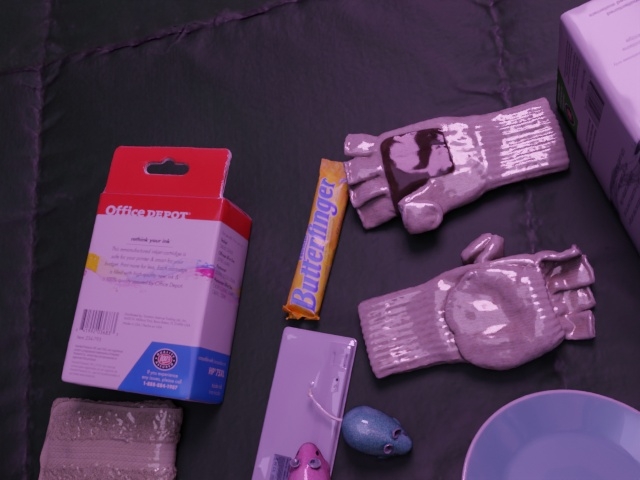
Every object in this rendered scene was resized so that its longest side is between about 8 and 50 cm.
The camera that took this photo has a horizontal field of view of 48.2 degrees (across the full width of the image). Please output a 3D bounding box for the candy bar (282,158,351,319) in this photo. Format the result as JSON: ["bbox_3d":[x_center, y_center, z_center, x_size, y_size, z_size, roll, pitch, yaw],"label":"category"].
[{"bbox_3d":[0.000,0.000,0.680,0.040,0.018,0.161,10,77,20],"label":"candy bar"}]

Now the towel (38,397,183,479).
[{"bbox_3d":[-0.202,0.205,0.678,0.148,0.027,0.110,-2,75,17],"label":"towel"}]

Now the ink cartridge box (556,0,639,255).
[{"bbox_3d":[0.265,-0.072,0.545,0.087,0.153,0.208,-24,70,8],"label":"ink cartridge box"}]

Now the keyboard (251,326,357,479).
[{"bbox_3d":[-0.026,0.207,0.632,0.072,0.014,0.256,6,76,24],"label":"keyboard"}]

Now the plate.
[{"bbox_3d":[0.196,0.199,0.525,0.188,0.024,0.188,0,50,0],"label":"plate"}]

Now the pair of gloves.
[{"bbox_3d":[0.125,-0.005,0.629,0.204,0.042,0.240,-9,73,15],"label":"pair of gloves"}]

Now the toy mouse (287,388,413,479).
[{"bbox_3d":[0.020,0.188,0.598,0.161,0.031,0.143,-26,72,3],"label":"toy mouse"}]

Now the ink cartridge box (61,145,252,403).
[{"bbox_3d":[-0.148,0.031,0.684,0.134,0.078,0.231,4,76,18],"label":"ink cartridge box"}]
